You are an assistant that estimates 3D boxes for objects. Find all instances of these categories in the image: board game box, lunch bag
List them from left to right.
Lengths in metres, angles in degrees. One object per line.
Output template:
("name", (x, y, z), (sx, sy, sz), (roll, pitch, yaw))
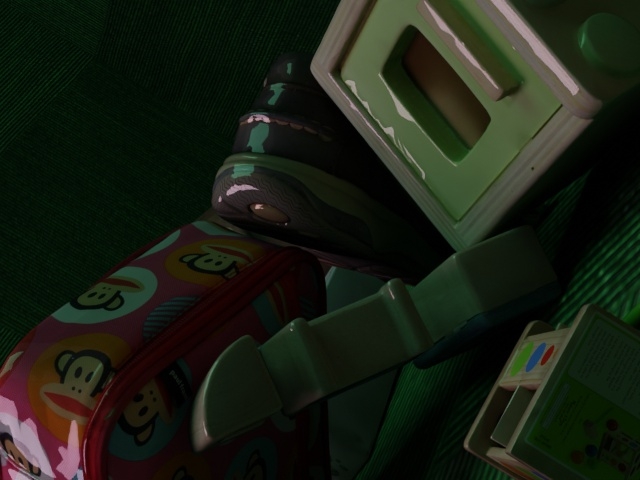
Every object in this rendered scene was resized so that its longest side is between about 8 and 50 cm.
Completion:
("lunch bag", (-0.078, 0.142, 0.687), (0.258, 0.120, 0.293), (-40, -43, -47))
("board game box", (-0.037, 0.196, 0.979), (0.303, 0.097, 0.224), (-59, 1, 33))

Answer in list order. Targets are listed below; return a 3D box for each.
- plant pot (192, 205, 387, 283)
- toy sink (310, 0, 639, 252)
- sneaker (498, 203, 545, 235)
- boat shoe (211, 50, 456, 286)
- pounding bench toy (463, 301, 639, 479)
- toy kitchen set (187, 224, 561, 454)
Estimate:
("plant pot", (0.000, 0.000, 1.359), (0.229, 0.263, 0.263), (-42, 2, 2))
("toy sink", (0.110, -0.122, 0.543), (0.131, 0.153, 0.234), (-32, -12, -30))
("sneaker", (0.138, -0.032, 0.746), (0.069, 0.038, 0.098), (-61, 3, -35))
("boat shoe", (0.044, -0.042, 0.778), (0.355, 0.132, 0.130), (27, -102, -71))
("pounding bench toy", (0.094, 0.045, 0.343), (0.083, 0.052, 0.065), (-59, 1, -10))
("toy kitchen set", (0.043, 0.115, 0.568), (0.207, 0.166, 0.122), (-21, -12, -18))
